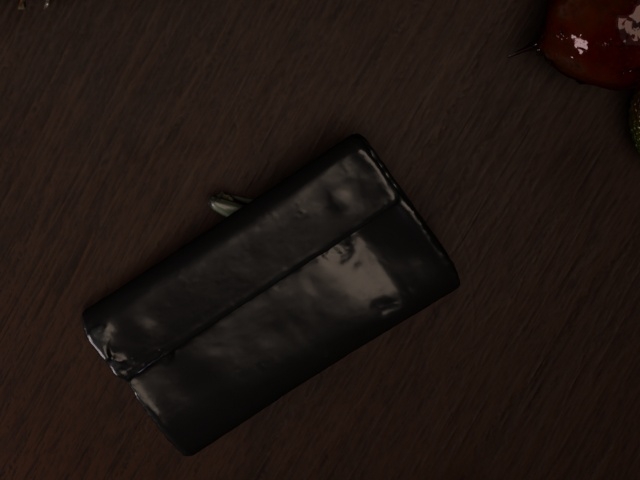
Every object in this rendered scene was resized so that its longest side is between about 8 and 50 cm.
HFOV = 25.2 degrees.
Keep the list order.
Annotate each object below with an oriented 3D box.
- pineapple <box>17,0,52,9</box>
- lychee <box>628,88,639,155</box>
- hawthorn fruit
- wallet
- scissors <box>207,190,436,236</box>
[{"bbox_3d":[-0.306,-0.415,1.461,0.300,0.352,0.352,-21,103,-2],"label":"pineapple"},{"bbox_3d":[0.425,-0.154,1.702,0.114,0.114,0.146,11,115,-8],"label":"lychee"},{"bbox_3d":[0.330,-0.253,1.656,0.235,0.181,0.181,-25,103,17],"label":"hawthorn fruit"},{"bbox_3d":[-0.059,0.070,1.690,0.406,0.062,0.228,-34,108,10],"label":"wallet"},{"bbox_3d":[0.000,0.000,1.723,0.289,0.041,0.138,20,98,-13],"label":"scissors"}]
